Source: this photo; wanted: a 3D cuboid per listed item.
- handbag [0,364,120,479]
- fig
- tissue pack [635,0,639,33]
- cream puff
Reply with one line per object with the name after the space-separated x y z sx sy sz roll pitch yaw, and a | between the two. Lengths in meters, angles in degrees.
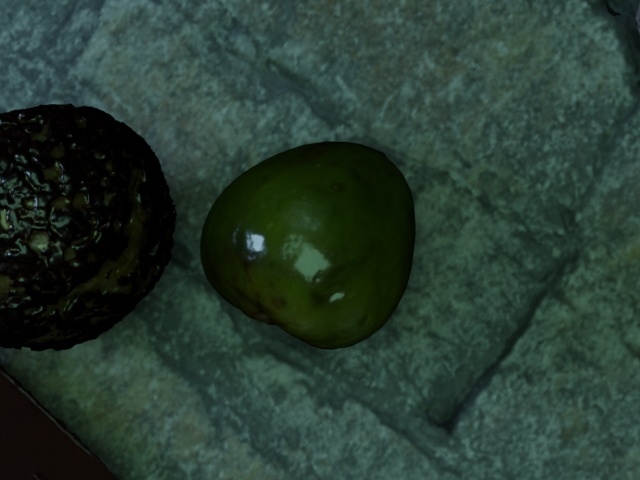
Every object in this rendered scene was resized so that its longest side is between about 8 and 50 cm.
-0.343 0.211 1.327 0.275 0.084 0.260 41 53 0 | handbag
0.000 0.000 1.330 0.181 0.181 0.191 30 66 6 | fig
0.386 -0.297 1.331 0.201 0.124 0.271 8 88 19 | tissue pack
-0.234 -0.002 1.317 0.239 0.239 0.165 -28 61 3 | cream puff
